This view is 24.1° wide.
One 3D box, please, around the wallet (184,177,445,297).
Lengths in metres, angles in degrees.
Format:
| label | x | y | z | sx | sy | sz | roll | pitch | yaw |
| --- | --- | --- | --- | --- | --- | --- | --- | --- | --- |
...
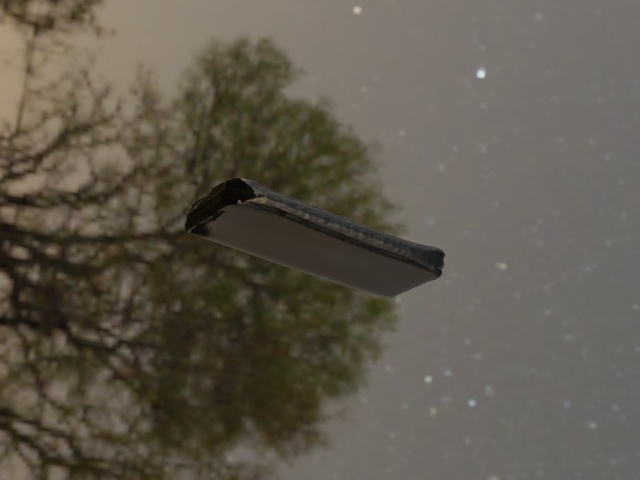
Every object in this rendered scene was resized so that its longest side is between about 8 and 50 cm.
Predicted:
| label | x | y | z | sx | sy | sz | roll | pitch | yaw |
| --- | --- | --- | --- | --- | --- | --- | --- | --- | --- |
| wallet | 0.000 | 0.000 | 1.469 | 0.149 | 0.250 | 0.044 | 152 | -46 | -65 |
